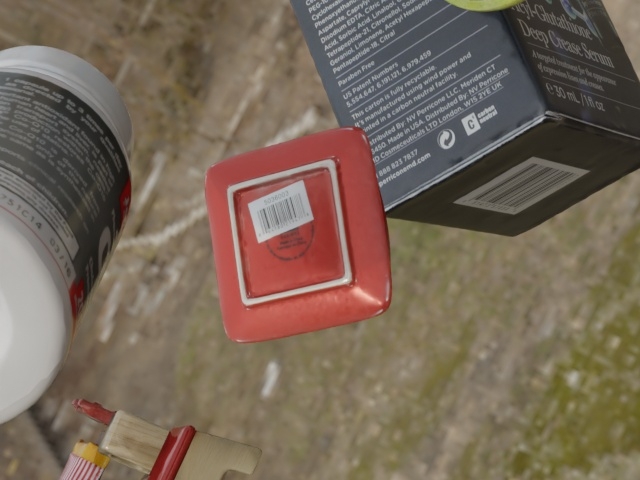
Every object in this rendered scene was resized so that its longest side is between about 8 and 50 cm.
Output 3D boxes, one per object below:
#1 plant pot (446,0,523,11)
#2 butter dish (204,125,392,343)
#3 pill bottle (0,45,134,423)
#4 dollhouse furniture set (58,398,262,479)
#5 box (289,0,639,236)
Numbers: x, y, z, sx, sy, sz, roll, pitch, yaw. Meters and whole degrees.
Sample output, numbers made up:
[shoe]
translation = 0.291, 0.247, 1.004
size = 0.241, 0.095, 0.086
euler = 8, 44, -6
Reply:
[plant pot]
translation = 0.055, -0.337, 1.428
size = 0.276, 0.254, 0.276
euler = 1, 91, 55
[butter dish]
translation = 0.000, 0.000, 1.428
size = 0.160, 0.118, 0.160
euler = -14, 79, 27
[pill bottle]
translation = -0.211, -0.015, 1.105
size = 0.161, 0.161, 0.283
euler = -57, 9, 26
[dollhouse furniture set]
translation = -0.193, 0.263, 1.628
size = 0.201, 0.152, 0.374
euler = -67, 8, -12
[box]
translation = 0.141, -0.229, 1.753
size = 0.212, 0.293, 0.395
euler = -31, 71, 28
